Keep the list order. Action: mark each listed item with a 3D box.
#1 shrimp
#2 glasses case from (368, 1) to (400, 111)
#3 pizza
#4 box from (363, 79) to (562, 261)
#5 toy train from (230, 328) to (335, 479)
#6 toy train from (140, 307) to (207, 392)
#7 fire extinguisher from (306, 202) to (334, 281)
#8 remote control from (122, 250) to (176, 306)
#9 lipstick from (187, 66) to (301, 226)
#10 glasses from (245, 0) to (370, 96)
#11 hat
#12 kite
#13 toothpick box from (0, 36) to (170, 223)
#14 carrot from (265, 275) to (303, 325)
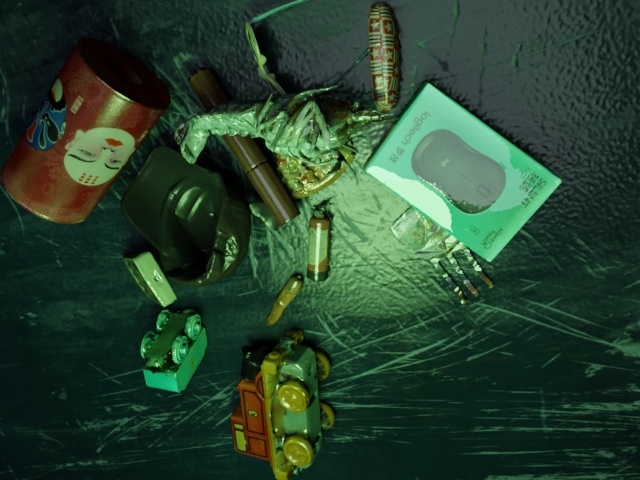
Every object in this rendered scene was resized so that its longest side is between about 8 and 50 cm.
[{"bbox_3d":[-0.073,-0.202,0.993,0.410,0.221,0.166,12,79,16],"label":"shrimp"},{"bbox_3d":[0.123,-0.340,1.003,0.049,0.073,0.195,0,110,18],"label":"glasses case"},{"bbox_3d":[-0.042,-0.189,1.106,0.185,0.052,0.195,-34,101,19],"label":"pizza"},{"bbox_3d":[0.264,-0.132,1.021,0.311,0.118,0.205,36,112,-2],"label":"box"},{"bbox_3d":[-0.098,0.396,1.274,0.231,0.163,0.370,3,110,20],"label":"toy train"},{"bbox_3d":[-0.341,0.255,1.258,0.107,0.198,0.155,6,123,11],"label":"toy train"},{"bbox_3d":[0.000,0.000,1.164,0.062,0.050,0.178,18,115,34],"label":"fire extinguisher"},{"bbox_3d":[-0.388,0.082,1.191,0.038,0.285,0.124,-33,104,-24],"label":"remote control"},{"bbox_3d":[-0.156,-0.192,1.107,0.057,0.057,0.357,-30,94,20],"label":"lipstick"},{"bbox_3d":[-0.029,-0.369,1.020,0.220,0.088,0.190,-25,102,19],"label":"glasses"},{"bbox_3d":[-0.252,-0.049,1.163,0.336,0.209,0.238,44,104,25],"label":"hat"},{"bbox_3d":[0.265,0.021,1.133,0.141,0.015,0.245,-34,98,19],"label":"kite"},{"bbox_3d":[-0.487,-0.219,1.113,0.204,0.204,0.333,42,113,-4],"label":"toothpick box"},{"bbox_3d":[-0.088,0.143,1.245,0.035,0.036,0.165,35,115,-1],"label":"carrot"}]
